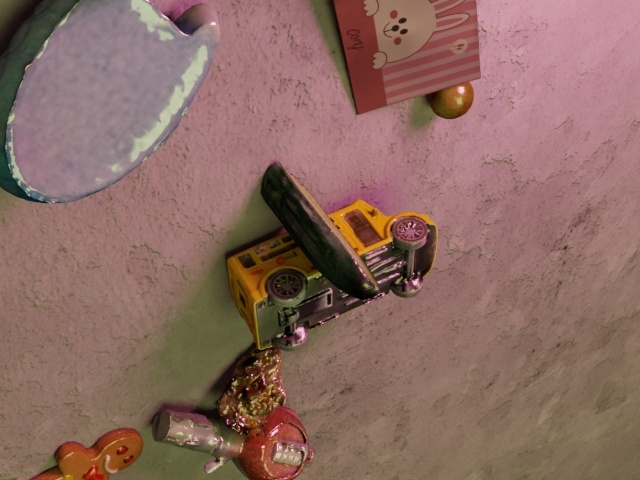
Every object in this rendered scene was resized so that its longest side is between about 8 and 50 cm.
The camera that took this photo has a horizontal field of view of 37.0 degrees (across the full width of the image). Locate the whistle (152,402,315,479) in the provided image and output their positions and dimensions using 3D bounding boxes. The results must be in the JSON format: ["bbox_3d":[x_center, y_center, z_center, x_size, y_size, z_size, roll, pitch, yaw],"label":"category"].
[{"bbox_3d":[-0.139,0.359,1.711,0.346,0.133,0.142,22,95,-38],"label":"whistle"}]

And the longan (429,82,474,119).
[{"bbox_3d":[0.200,-0.229,1.507,0.083,0.075,0.075,18,121,-1],"label":"longan"}]

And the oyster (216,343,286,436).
[{"bbox_3d":[-0.107,0.252,1.656,0.105,0.056,0.177,34,76,-16],"label":"oyster"}]

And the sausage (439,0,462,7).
[{"bbox_3d":[0.163,-0.378,1.330,0.076,0.076,0.141,-41,138,-1],"label":"sausage"}]

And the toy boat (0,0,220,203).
[{"bbox_3d":[-0.275,-0.194,1.137,0.330,0.123,0.215,-55,136,-3],"label":"toy boat"}]

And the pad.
[{"bbox_3d":[0.126,-0.304,1.344,0.202,0.005,0.300,-16,144,0],"label":"pad"}]

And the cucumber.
[{"bbox_3d":[0.000,0.000,1.414,0.063,0.244,0.115,-42,148,6],"label":"cucumber"}]

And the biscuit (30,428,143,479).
[{"bbox_3d":[-0.407,0.401,1.598,0.250,0.036,0.165,-31,140,-13],"label":"biscuit"}]

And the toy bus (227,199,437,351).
[{"bbox_3d":[0.023,0.042,1.534,0.330,0.152,0.144,-23,142,-18],"label":"toy bus"}]
